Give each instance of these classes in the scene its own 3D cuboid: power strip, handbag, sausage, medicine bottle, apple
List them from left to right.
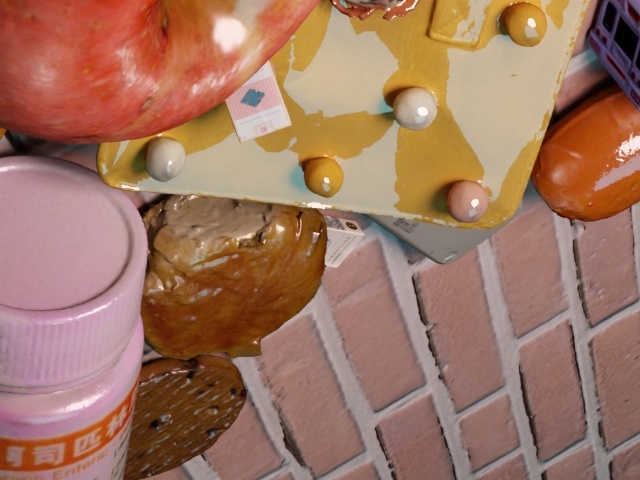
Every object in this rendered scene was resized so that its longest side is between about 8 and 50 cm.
[{"bbox_3d":[-0.275,0.120,1.680,0.219,0.219,0.388,-14,142,-25],"label":"medicine bottle"},{"bbox_3d":[-0.159,-0.251,1.175,0.364,0.364,0.364,-21,145,-16],"label":"apple"},{"bbox_3d":[0.009,-0.155,1.547,0.401,0.133,0.283,8,123,-17],"label":"handbag"},{"bbox_3d":[0.137,-0.080,1.897,0.194,0.059,0.265,-36,147,14],"label":"power strip"},{"bbox_3d":[0.345,-0.116,1.962,0.258,0.133,0.133,-31,147,0],"label":"sausage"}]

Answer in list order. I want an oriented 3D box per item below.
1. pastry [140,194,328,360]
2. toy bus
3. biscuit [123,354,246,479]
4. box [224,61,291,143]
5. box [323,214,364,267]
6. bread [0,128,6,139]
[{"bbox_3d":[-0.092,0.023,1.810,0.229,0.100,0.218,-35,143,13],"label":"pastry"},{"bbox_3d":[0.433,-0.236,1.877,0.292,0.125,0.133,-17,144,-19],"label":"toy bus"},{"bbox_3d":[-0.181,0.198,2.021,0.212,0.036,0.212,-20,146,-14],"label":"biscuit"},{"bbox_3d":[-0.057,-0.122,1.474,0.046,0.012,0.083,-20,123,-1],"label":"box"},{"bbox_3d":[0.000,0.000,1.923,0.083,0.024,0.054,9,131,-47],"label":"box"},{"bbox_3d":[-0.361,-0.168,1.337,0.185,0.109,0.380,-30,145,-3],"label":"bread"}]
